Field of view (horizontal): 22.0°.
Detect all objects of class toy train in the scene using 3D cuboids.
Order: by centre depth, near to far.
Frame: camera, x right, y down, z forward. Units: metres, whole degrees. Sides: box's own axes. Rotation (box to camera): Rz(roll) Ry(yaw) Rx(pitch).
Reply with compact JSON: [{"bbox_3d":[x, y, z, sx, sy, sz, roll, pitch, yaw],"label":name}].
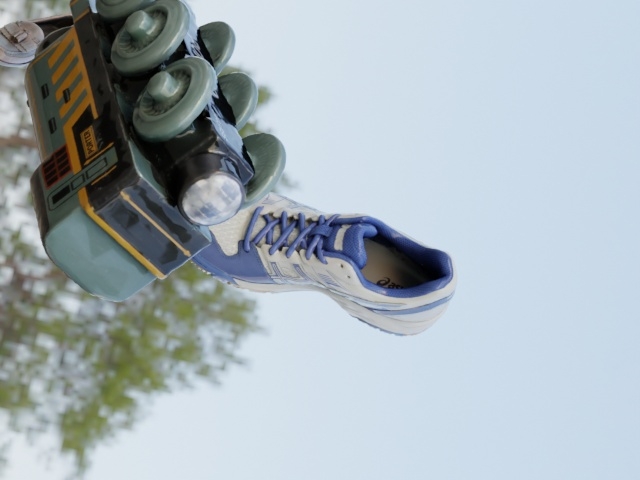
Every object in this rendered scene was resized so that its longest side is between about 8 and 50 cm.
[{"bbox_3d":[-0.154,-0.102,1.350,0.190,0.142,0.334,-35,-140,10],"label":"toy train"}]

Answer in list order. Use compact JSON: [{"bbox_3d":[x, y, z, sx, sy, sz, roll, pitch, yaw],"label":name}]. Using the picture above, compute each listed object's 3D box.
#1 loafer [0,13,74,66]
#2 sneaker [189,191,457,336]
[{"bbox_3d":[-0.280,-0.201,1.605,0.039,0.045,0.125,-45,173,27],"label":"loafer"},{"bbox_3d":[0.000,0.000,1.664,0.131,0.296,0.112,122,-17,-66],"label":"sneaker"}]
